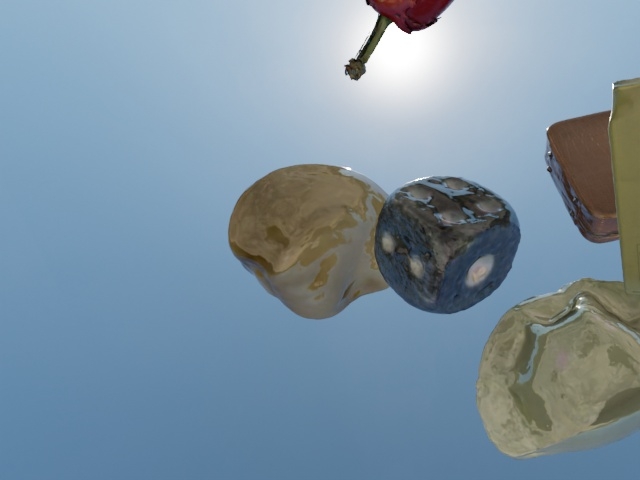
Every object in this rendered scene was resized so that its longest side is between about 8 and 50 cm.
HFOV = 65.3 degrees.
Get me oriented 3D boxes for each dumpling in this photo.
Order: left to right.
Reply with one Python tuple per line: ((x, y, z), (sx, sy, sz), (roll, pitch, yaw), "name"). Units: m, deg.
((0.286, 0.136, 0.566), (0.252, 0.131, 0.179), (-32, -125, 7), "dumpling")

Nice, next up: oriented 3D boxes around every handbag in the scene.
((0.422, -0.101, 0.721), (0.151, 0.072, 0.193), (-16, -128, 10), "handbag")

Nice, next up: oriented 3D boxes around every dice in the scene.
((0.211, 0.004, 0.854), (0.183, 0.181, 0.183), (-14, -142, -27), "dice")

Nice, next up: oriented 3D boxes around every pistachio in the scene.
((0.000, 0.000, 1.181), (0.446, 0.281, 0.364), (4, -91, -24), "pistachio")

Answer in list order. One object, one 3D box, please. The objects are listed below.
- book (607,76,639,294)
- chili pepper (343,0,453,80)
((0.289, -0.030, 0.303), (0.193, 0.167, 0.013), (2, -151, 40), "book")
((0.141, -0.334, 0.519), (0.110, 0.387, 0.110), (23, -136, -23), "chili pepper")
